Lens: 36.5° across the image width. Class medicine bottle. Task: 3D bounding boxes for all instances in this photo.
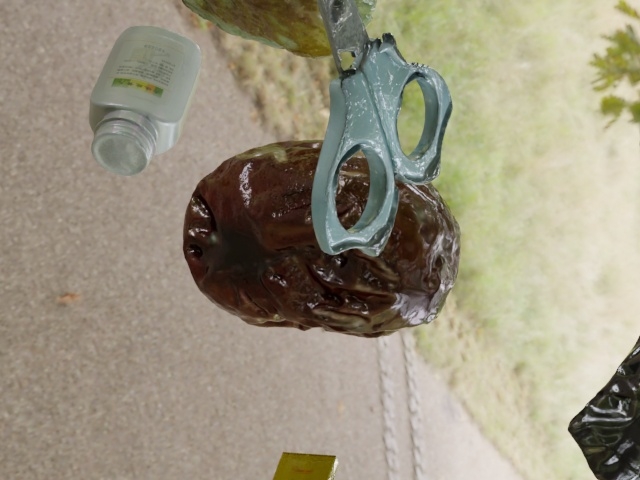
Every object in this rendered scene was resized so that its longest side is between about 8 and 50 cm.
[{"bbox_3d":[-0.345,-0.273,1.879,0.179,0.124,0.324,15,47,-5],"label":"medicine bottle"}]

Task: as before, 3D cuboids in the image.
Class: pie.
[{"bbox_3d":[-0.073,-0.282,0.970,0.274,0.257,0.106,36,60,-20],"label":"pie"}]

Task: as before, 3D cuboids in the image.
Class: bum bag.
[{"bbox_3d":[0.442,0.160,1.236,0.144,0.341,0.095,36,-6,-17],"label":"bum bag"}]

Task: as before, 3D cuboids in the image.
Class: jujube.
[{"bbox_3d":[0.001,-0.001,1.312,0.276,0.376,0.277,2,90,-65],"label":"jujube"}]

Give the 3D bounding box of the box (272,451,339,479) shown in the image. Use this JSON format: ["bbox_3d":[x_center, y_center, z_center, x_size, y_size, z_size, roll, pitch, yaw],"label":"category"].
[{"bbox_3d":[-0.036,0.362,1.338,0.023,0.086,0.155,66,32,-35],"label":"box"}]

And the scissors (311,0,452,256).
[{"bbox_3d":[0.024,-0.147,0.723,0.191,0.029,0.360,-49,140,-27],"label":"scissors"}]
